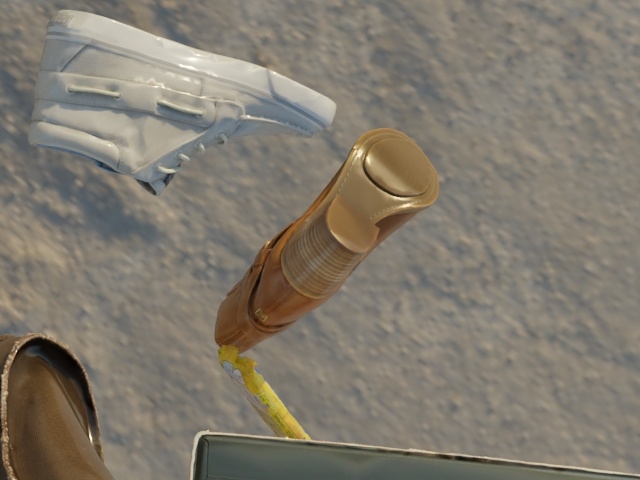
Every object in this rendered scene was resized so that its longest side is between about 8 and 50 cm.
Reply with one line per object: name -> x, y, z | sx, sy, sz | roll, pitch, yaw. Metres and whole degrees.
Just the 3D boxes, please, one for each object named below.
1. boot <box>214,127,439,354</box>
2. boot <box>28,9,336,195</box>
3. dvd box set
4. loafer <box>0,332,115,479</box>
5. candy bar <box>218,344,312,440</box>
boot -> 0.000, 0.000, 1.493 | 0.152, 0.073, 0.197 | -43, 179, 36
boot -> -0.116, -0.094, 1.634 | 0.258, 0.095, 0.123 | 16, 85, -23
dvd box set -> 0.062, 0.236, 1.339 | 0.307, 0.420, 0.062 | 6, 65, -2
loafer -> -0.173, 0.202, 1.377 | 0.130, 0.366, 0.134 | -32, 134, 20
candy bar -> -0.033, 0.127, 1.468 | 0.018, 0.040, 0.161 | -47, 139, -13
